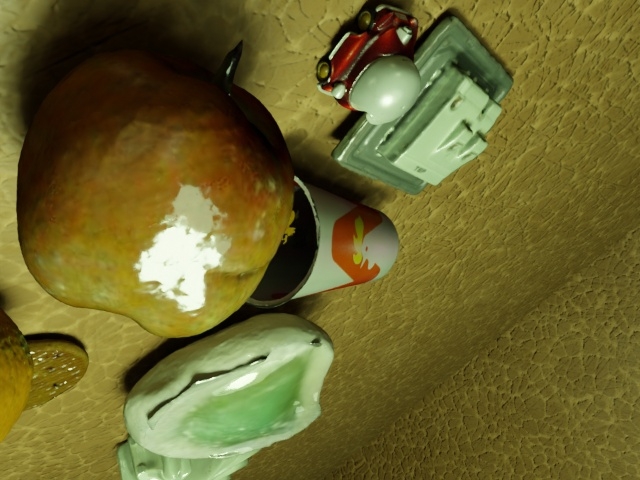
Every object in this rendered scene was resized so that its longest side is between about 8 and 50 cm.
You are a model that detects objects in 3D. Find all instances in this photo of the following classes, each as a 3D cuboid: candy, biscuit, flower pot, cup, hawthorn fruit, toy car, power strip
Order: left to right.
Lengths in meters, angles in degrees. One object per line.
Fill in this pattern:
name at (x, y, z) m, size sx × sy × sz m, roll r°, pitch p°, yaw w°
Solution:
biscuit at (-0.488, 0.222, 0.957) m, size 0.212 × 0.036 × 0.212 m, roll -24°, pitch 151°, yaw -14°
hawthorn fruit at (-0.154, -0.066, 0.585) m, size 0.267 × 0.268 × 0.301 m, roll 0°, pitch 130°, yaw -43°
flower pot at (-0.311, 0.533, 1.481) m, size 0.367 × 0.165 × 0.254 m, roll -18°, pitch 144°, yaw -19°
candy at (-0.184, 0.298, 1.199) m, size 0.426 × 0.186 × 0.386 m, roll -17°, pitch 140°, yaw -18°
cup at (0.000, 0.000, 0.922) m, size 0.203 × 0.203 × 0.288 m, roll -44°, pitch 155°, yaw 24°
toy car at (0.076, -0.205, 0.723) m, size 0.112 × 0.112 × 0.139 m, roll -3°, pitch 142°, yaw -39°
power strip at (0.176, -0.172, 0.885) m, size 0.251 × 0.092 × 0.257 m, roll -44°, pitch 149°, yaw 23°

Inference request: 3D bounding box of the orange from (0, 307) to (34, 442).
orange at (-0.497, 0.185, 0.663) m, size 0.263 × 0.196 × 0.334 m, roll -50°, pitch 144°, yaw -3°
